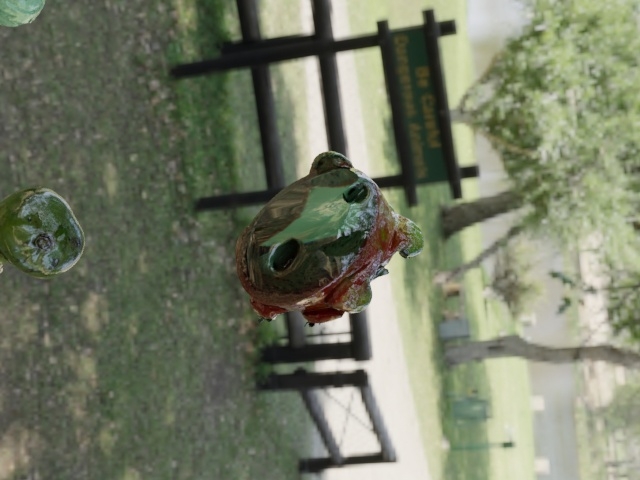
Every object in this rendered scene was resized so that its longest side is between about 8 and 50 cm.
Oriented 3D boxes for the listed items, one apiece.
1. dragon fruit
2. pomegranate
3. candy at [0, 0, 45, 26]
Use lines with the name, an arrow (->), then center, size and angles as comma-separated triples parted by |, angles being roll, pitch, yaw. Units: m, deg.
dragon fruit -> 0.000, 0.000, 1.539 | 0.268, 0.295, 0.130 | -87, 155, -44
pomegranate -> -0.470, -0.002, 1.649 | 0.152, 0.191, 0.131 | 65, 25, -21
candy -> -0.474, -0.531, 1.826 | 0.119, 0.440, 0.119 | 24, 46, -28
